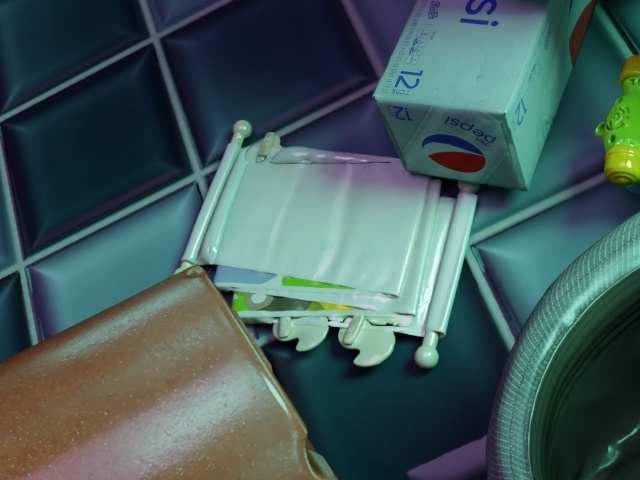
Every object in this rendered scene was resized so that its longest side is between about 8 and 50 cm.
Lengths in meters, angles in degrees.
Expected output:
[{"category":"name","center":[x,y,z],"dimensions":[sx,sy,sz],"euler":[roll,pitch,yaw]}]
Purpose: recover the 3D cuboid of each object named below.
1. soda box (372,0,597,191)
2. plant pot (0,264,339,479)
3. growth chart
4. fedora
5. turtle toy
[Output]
[{"category":"soda box","center":[0.141,-0.180,0.803],"dimensions":[0.098,0.091,0.286],"euler":[10,62,27]},{"category":"plant pot","center":[-0.128,0.166,0.637],"dimensions":[0.265,0.272,0.272],"euler":[-32,54,-7]},{"category":"growth chart","center":[0.000,0.000,0.811],"dimensions":[0.237,0.021,0.172],"euler":[14,68,29]},{"category":"fedora","center":[0.221,0.110,0.590],"dimensions":[0.243,0.124,0.275],"euler":[28,69,32]},{"category":"turtle toy","center":[0.243,-0.065,0.719],"dimensions":[0.130,0.066,0.095],"euler":[6,64,25]}]
